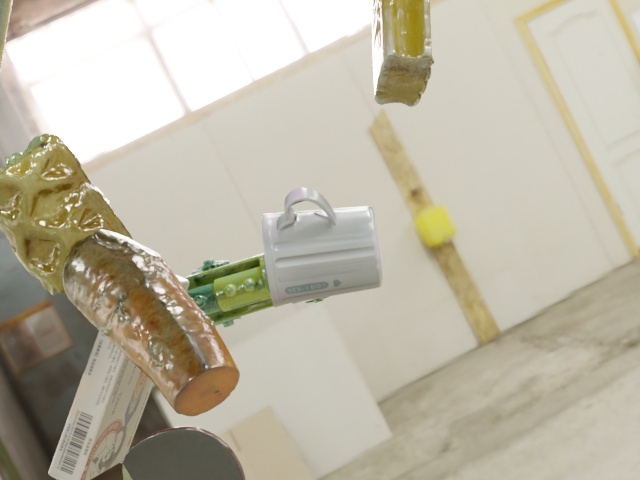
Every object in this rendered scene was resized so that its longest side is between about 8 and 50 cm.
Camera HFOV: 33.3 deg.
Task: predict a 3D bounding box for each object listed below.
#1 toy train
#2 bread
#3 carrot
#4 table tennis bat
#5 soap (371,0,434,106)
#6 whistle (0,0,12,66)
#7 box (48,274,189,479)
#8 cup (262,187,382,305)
[{"bbox_3d":[-0.126,0.085,2.124,0.369,0.150,0.237,-17,-1,7],"label":"toy train"},{"bbox_3d":[-0.483,-0.049,1.931,0.196,0.252,0.238,-39,20,-7],"label":"bread"},{"bbox_3d":[-0.228,0.105,1.432,0.139,0.302,0.138,-31,-31,-21],"label":"carrot"},{"bbox_3d":[-0.244,0.377,1.592,0.301,0.173,0.022,-25,8,23],"label":"table tennis bat"},{"bbox_3d":[0.121,-0.350,1.608,0.080,0.257,0.160,1,-21,-5],"label":"soap"},{"bbox_3d":[-0.553,-0.331,1.783,0.057,0.326,0.068,11,4,-22],"label":"whistle"},{"bbox_3d":[-0.337,0.227,1.820,0.214,0.069,0.353,-5,-63,-79],"label":"box"},{"bbox_3d":[0.002,0.015,1.883,0.202,0.166,0.221,-7,-17,2],"label":"cup"}]
